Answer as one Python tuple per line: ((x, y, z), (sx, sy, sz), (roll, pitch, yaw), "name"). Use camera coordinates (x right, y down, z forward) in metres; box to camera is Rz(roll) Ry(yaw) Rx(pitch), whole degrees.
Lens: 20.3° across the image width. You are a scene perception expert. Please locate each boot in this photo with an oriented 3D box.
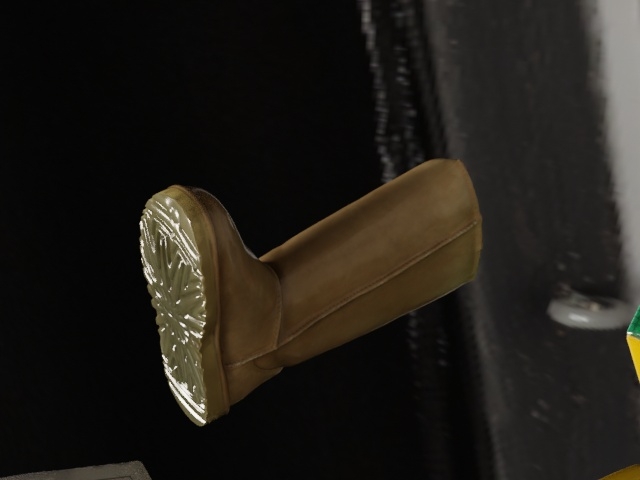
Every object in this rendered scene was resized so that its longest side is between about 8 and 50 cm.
((0.000, 0.000, 1.356), (0.269, 0.089, 0.236), (-28, -35, -24), "boot")

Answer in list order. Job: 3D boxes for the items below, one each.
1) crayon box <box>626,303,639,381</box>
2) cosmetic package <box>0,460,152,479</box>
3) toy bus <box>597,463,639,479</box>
((0.360, 0.132, 1.480), (0.081, 0.165, 0.278), (-61, -29, -20), "crayon box")
((-0.134, 0.274, 1.079), (0.160, 0.309, 0.113), (-4, -59, -25), "cosmetic package")
((0.084, 0.165, 0.466), (0.104, 0.202, 0.191), (-19, -72, -26), "toy bus")
